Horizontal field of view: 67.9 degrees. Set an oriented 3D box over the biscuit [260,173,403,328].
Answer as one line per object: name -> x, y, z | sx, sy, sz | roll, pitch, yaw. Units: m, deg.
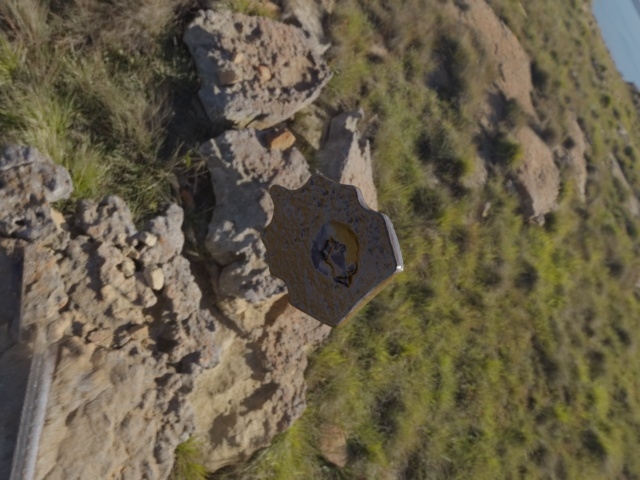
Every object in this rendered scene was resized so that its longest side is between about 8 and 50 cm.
biscuit -> 0.001, 0.000, 0.657 | 0.215, 0.182, 0.034 | 50, 16, 18
